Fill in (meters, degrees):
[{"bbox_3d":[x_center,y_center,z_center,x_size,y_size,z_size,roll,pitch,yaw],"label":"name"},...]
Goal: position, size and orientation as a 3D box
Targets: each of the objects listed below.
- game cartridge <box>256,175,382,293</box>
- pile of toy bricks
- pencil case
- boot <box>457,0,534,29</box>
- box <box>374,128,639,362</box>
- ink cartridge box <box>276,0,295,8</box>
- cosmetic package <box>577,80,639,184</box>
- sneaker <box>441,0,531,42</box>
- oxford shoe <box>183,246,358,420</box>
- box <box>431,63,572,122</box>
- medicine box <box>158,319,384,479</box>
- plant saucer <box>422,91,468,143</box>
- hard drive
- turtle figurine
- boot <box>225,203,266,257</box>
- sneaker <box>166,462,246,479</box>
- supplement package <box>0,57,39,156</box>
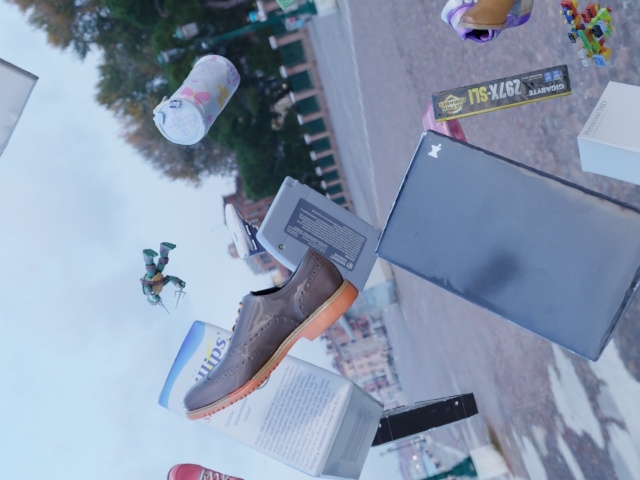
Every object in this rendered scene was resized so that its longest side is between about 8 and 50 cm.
[{"bbox_3d":[0.000,0.000,1.643,0.297,0.198,0.062,31,166,-15],"label":"game cartridge"},{"bbox_3d":[0.719,-0.558,1.751,0.212,0.105,0.118,46,175,-35],"label":"pile of toy bricks"},{"bbox_3d":[-0.283,-0.331,1.568,0.273,0.124,0.114,-68,-23,-50],"label":"pencil case"},{"bbox_3d":[0.298,-0.446,1.139,0.073,0.197,0.152,24,134,39],"label":"boot"},{"bbox_3d":[0.453,-0.003,1.462,0.471,0.479,0.297,4,-70,-63],"label":"box"},{"bbox_3d":[-0.086,-0.706,1.550,0.278,0.201,0.117,39,-155,-57],"label":"ink cartridge box"},{"bbox_3d":[0.836,-0.232,1.615,0.365,0.197,0.155,23,163,35],"label":"cosmetic package"},{"bbox_3d":[0.406,-0.520,1.608,0.095,0.236,0.105,116,139,-55],"label":"sneaker"},{"bbox_3d":[-0.083,0.120,0.863,0.098,0.271,0.097,49,179,-6],"label":"oxford shoe"},{"bbox_3d":[0.445,-0.369,1.701,0.257,0.322,0.079,-42,-58,-75],"label":"box"},{"bbox_3d":[-0.069,0.270,1.115,0.149,0.289,0.263,-67,-22,-13],"label":"medicine box"},{"bbox_3d":[0.421,-0.321,2.217,0.332,0.084,0.332,50,-151,-40],"label":"plant saucer"},{"bbox_3d":[0.183,0.444,1.637,0.237,0.338,0.064,-30,70,54],"label":"hard drive"},{"bbox_3d":[-0.499,0.129,2.076,0.175,0.118,0.234,-55,-27,-63],"label":"turtle figurine"},{"bbox_3d":[-0.244,-0.035,2.192,0.069,0.086,0.190,-42,64,58],"label":"boot"},{"bbox_3d":[-0.278,0.698,1.914,0.136,0.313,0.116,-51,19,42],"label":"sneaker"},{"bbox_3d":[-0.743,-0.316,1.345,0.293,0.178,0.175,26,-174,-25],"label":"supplement package"}]
